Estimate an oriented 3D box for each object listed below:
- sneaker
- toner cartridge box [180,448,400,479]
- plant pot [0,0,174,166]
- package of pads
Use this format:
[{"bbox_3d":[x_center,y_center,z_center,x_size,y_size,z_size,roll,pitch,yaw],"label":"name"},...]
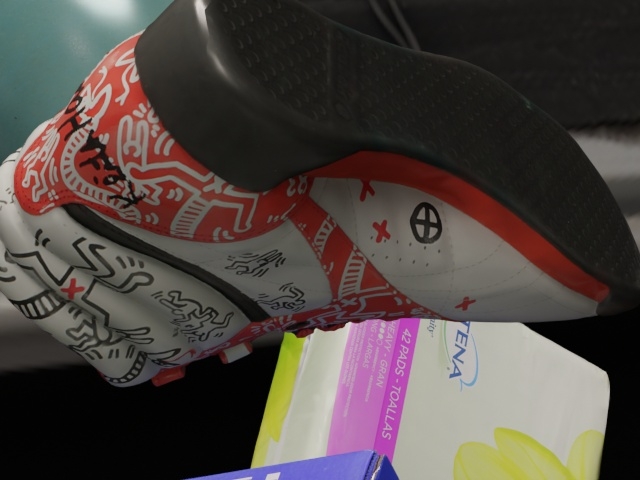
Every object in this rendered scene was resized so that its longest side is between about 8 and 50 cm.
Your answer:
[{"bbox_3d":[-0.001,-0.001,0.665,0.145,0.090,0.270,-36,-33,28],"label":"sneaker"},{"bbox_3d":[-0.103,0.201,0.802,0.347,0.075,0.165,-13,-60,26],"label":"toner cartridge box"},{"bbox_3d":[-0.150,-0.076,1.382,0.293,0.235,0.293,-22,-39,-19],"label":"plant pot"},{"bbox_3d":[0.070,0.169,1.155,0.229,0.296,0.101,30,-39,-20],"label":"package of pads"}]
